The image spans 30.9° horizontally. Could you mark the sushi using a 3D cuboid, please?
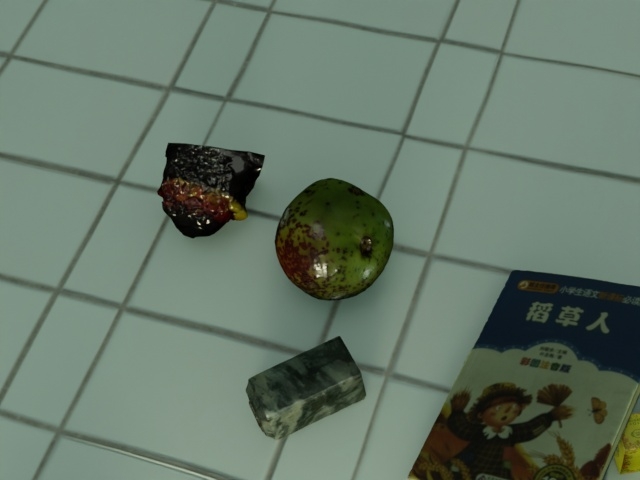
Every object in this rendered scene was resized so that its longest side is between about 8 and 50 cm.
[{"bbox_3d":[-0.211,-0.085,2.109,0.172,0.153,0.151,14,75,-9],"label":"sushi"}]

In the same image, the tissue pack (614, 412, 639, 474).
[{"bbox_3d":[0.539,0.301,1.771,0.176,0.095,0.062,-10,56,1],"label":"tissue pack"}]

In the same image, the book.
[{"bbox_3d":[0.351,0.233,1.818,0.300,0.039,0.428,7,54,39],"label":"book"}]

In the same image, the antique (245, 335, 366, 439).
[{"bbox_3d":[-0.027,0.244,1.892,0.183,0.088,0.086,-24,55,-9],"label":"antique"}]

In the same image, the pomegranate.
[{"bbox_3d":[0.000,0.000,2.007,0.247,0.214,0.214,-2,48,47],"label":"pomegranate"}]
